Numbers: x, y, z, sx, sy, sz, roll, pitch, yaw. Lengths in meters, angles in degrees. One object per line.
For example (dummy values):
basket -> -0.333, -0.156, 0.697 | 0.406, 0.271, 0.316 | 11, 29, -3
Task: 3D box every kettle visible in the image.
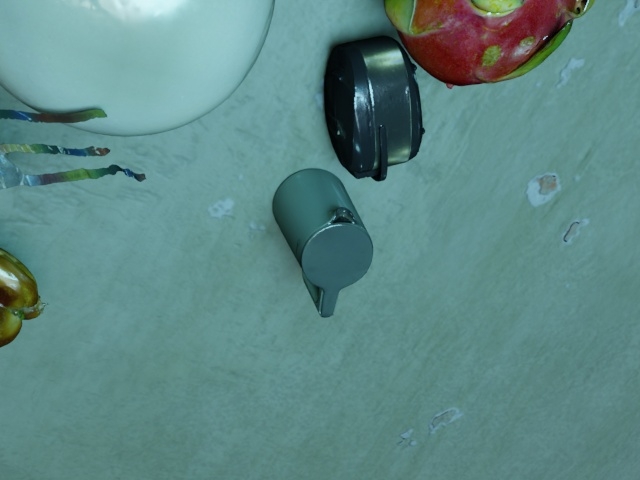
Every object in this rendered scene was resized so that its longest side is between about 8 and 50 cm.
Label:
kettle -> -0.004, -0.004, 1.050 | 0.098, 0.148, 0.127 | 33, 106, -29

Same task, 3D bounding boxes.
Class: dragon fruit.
dragon fruit -> 0.176, -0.277, 0.911 | 0.224, 0.224, 0.227 | 9, 153, -20

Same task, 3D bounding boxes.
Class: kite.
kite -> -0.335, -0.097, 0.868 | 0.310, 0.015, 0.169 | -2, 145, 23

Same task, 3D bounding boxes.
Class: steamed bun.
steamed bun -> -0.195, -0.255, 0.829 | 0.325, 0.206, 0.324 | -7, 120, -12

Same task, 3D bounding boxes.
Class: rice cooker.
rice cooker -> 0.061, -0.154, 1.008 | 0.107, 0.112, 0.165 | -21, 121, -11

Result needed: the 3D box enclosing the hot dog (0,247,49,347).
hot dog -> -0.462, 0.022, 0.946 | 0.337, 0.100, 0.135 | 30, 74, -27
